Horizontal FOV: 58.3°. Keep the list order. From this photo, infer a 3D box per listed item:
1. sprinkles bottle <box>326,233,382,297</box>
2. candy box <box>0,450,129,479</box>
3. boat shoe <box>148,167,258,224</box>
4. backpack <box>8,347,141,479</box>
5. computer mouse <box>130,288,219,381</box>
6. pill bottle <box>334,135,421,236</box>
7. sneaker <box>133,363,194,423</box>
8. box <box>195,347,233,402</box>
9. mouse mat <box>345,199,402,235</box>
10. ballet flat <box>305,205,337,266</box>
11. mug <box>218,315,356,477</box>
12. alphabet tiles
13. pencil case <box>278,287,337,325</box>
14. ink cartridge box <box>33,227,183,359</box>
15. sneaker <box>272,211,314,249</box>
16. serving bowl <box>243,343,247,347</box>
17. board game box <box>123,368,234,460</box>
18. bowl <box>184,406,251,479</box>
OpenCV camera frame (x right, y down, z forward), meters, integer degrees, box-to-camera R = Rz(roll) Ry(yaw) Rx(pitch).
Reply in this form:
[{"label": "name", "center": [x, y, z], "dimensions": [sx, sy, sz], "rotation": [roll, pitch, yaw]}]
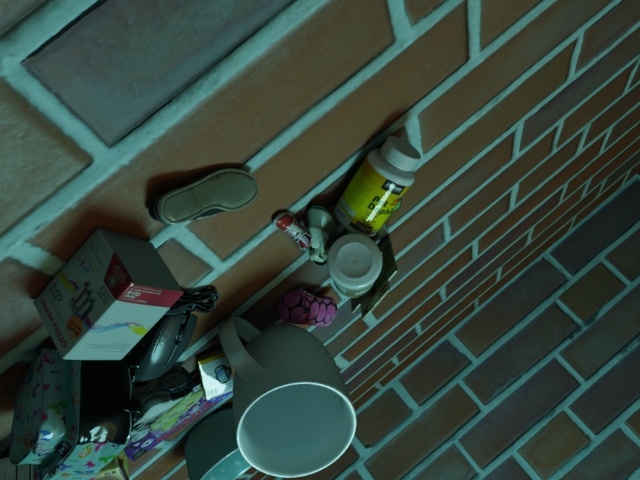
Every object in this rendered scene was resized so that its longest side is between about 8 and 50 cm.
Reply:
[{"label": "sprinkles bottle", "center": [0.082, 0.070, 1.396], "dimensions": [0.121, 0.121, 0.355], "rotation": [-39, 171, -3]}, {"label": "candy box", "center": [-0.584, 0.514, 1.225], "dimensions": [0.316, 0.088, 0.183], "rotation": [-10, 145, -16]}, {"label": "boat shoe", "center": [-0.198, -0.075, 0.980], "dimensions": [0.065, 0.075, 0.206], "rotation": [-4, -166, 46]}, {"label": "backpack", "center": [-0.457, 0.324, 1.055], "dimensions": [0.191, 0.225, 0.253], "rotation": [10, 133, -32]}, {"label": "computer mouse", "center": [-0.334, 0.217, 1.220], "dimensions": [0.272, 0.072, 0.188], "rotation": [-50, 154, 19]}, {"label": "pill bottle", "center": [0.127, -0.119, 1.263], "dimensions": [0.117, 0.117, 0.215], "rotation": [-9, 140, -48]}, {"label": "sneaker", "center": [-0.434, 0.391, 1.328], "dimensions": [0.297, 0.111, 0.129], "rotation": [-8, 145, -47]}, {"label": "box", "center": [-0.270, 0.352, 1.486], "dimensions": [0.081, 0.028, 0.136], "rotation": [-16, 116, -24]}, {"label": "mouse mat", "center": [0.139, -0.080, 1.472], "dimensions": [0.189, 0.007, 0.153], "rotation": [-34, 154, -16]}, {"label": "ballet flat", "center": [0.000, 0.000, 1.319], "dimensions": [0.213, 0.072, 0.068], "rotation": [82, 23, -63]}, {"label": "mug", "center": [-0.111, 0.331, 1.409], "dimensions": [0.276, 0.328, 0.374], "rotation": [-39, 115, 6]}, {"label": "alphabet tiles", "center": [0.144, 0.113, 1.595], "dimensions": [0.198, 0.009, 0.237], "rotation": [-52, -164, 23]}, {"label": "pencil case", "center": [-0.026, 0.186, 1.580], "dimensions": [0.209, 0.095, 0.098], "rotation": [21, 91, -64]}, {"label": "ink cartridge box", "center": [-0.346, 0.093, 0.939], "dimensions": [0.176, 0.128, 0.127], "rotation": [-46, 154, 11]}, {"label": "sneaker", "center": [-0.055, -0.019, 1.231], "dimensions": [0.042, 0.067, 0.118], "rotation": [-45, 154, 8]}, {"label": "serving bowl", "center": [-0.207, 0.310, 1.594], "dimensions": [0.083, 0.027, 0.083], "rotation": [-32, 154, -18]}, {"label": "board game box", "center": [-0.392, 0.456, 1.556], "dimensions": [0.346, 0.056, 0.208], "rotation": [-33, 158, -16]}, {"label": "bowl", "center": [-0.312, 0.657, 1.848], "dimensions": [0.311, 0.163, 0.312], "rotation": [-32, 154, -18]}]
